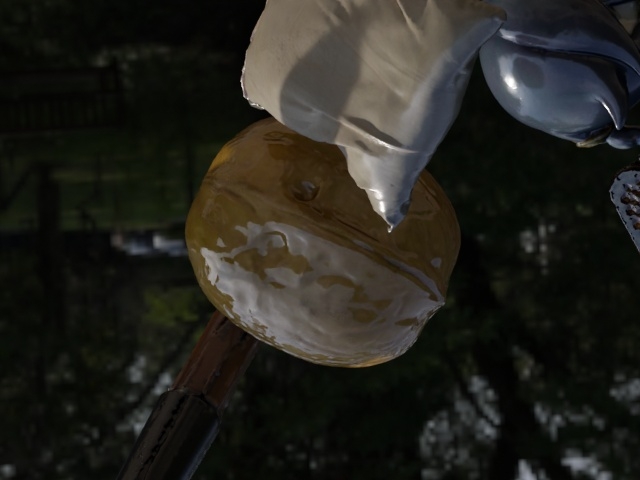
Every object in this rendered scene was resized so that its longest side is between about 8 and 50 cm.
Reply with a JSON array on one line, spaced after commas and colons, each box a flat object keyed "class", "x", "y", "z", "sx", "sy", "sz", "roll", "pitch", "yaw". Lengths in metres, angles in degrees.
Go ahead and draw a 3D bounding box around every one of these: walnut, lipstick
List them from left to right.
[{"class": "lipstick", "x": -0.122, "y": 0.150, "z": 1.718, "sx": 0.077, "sy": 0.077, "sz": 0.418, "roll": -1, "pitch": -133, "yaw": 38}, {"class": "walnut", "x": 0.000, "y": 0.000, "z": 1.228, "sx": 0.226, "sy": 0.193, "sz": 0.193, "roll": 33, "pitch": -161, "yaw": 21}]

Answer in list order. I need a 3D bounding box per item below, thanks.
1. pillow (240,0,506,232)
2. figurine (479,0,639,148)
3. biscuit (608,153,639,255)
[{"class": "pillow", "x": 0.025, "y": -0.124, "z": 1.058, "sx": 0.067, "sy": 0.173, "sz": 0.270, "roll": 9, "pitch": -158, "yaw": -31}, {"class": "figurine", "x": 0.276, "y": -0.182, "z": 1.379, "sx": 0.265, "sy": 0.197, "sz": 0.175, "roll": 9, "pitch": 171, "yaw": 9}, {"class": "biscuit", "x": 0.401, "y": 0.083, "z": 1.420, "sx": 0.107, "sy": 0.388, "sz": 0.073, "roll": -31, "pitch": 172, "yaw": 40}]
